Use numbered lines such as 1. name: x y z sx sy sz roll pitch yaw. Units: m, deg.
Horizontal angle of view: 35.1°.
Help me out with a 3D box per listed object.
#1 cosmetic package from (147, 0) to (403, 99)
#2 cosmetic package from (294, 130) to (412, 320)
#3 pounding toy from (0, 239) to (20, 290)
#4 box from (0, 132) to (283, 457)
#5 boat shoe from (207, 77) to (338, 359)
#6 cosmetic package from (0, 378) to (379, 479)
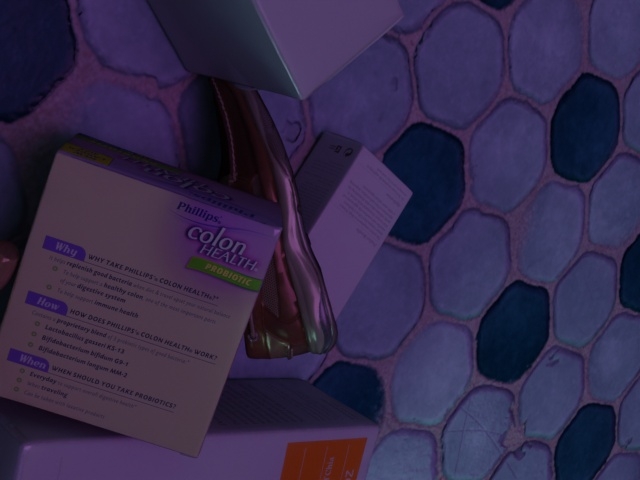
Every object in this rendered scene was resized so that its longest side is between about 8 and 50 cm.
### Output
1. cosmetic package: -0.101 -0.332 0.923 0.156 0.217 0.385 -44 130 -19
2. cosmetic package: 0.000 0.000 1.211 0.117 0.085 0.231 39 81 -41
3. pounding toy: -0.417 0.034 0.883 0.269 0.155 0.154 14 125 -33
4. box: -0.177 0.050 0.973 0.213 0.117 0.243 19 103 -8
5. boat shoe: -0.076 -0.024 1.079 0.116 0.123 0.324 -16 88 0
6. cosmetic package: -0.168 0.285 1.117 0.453 0.161 0.230 6 101 -40
